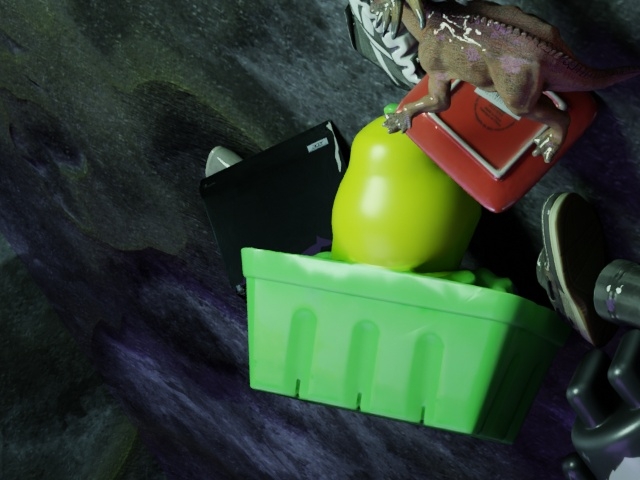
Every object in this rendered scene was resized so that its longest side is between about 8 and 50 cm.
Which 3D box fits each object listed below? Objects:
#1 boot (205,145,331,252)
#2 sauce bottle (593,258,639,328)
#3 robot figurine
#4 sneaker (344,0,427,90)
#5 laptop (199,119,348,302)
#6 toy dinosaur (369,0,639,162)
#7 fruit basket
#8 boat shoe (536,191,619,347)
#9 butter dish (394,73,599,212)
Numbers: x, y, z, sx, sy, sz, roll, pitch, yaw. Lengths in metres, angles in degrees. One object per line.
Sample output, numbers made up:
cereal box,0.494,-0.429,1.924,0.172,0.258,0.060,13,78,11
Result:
boot,-0.072,-0.068,2.245,0.208,0.076,0.189,47,155,20
sauce bottle,0.422,0.090,1.586,0.344,0.111,0.111,15,141,48
robot figurine,0.392,0.239,1.786,0.278,0.173,0.209,53,164,-10
sneaker,0.059,-0.249,1.721,0.106,0.078,0.234,1,131,56
laptop,0.000,0.000,2.139,0.234,0.136,0.264,-23,137,33
toy dinosaur,0.158,-0.186,1.490,0.296,0.127,0.200,15,152,14
fruit basket,0.103,0.033,1.897,0.392,0.392,0.283,36,-176,26
boat shoe,0.276,0.032,1.784,0.073,0.080,0.223,18,147,40
butter dish,0.184,-0.123,1.655,0.160,0.160,0.118,43,179,13
